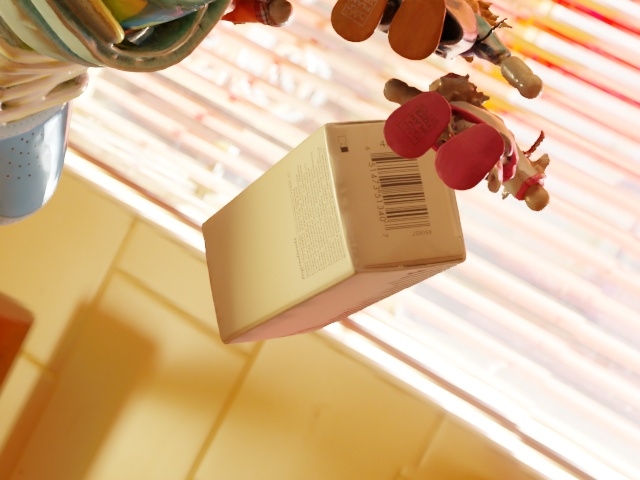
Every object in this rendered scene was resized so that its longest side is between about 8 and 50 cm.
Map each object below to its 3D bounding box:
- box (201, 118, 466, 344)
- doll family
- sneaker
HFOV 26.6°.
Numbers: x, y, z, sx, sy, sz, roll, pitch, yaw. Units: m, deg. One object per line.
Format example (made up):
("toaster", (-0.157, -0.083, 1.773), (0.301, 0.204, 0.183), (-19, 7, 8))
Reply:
("box", (0.000, 0.000, 1.040), (0.094, 0.113, 0.275), (-6, -10, -25))
("doll family", (0.030, -0.126, 0.702), (0.263, 0.118, 0.163), (33, 13, 9))
("sneaker", (-0.123, -0.094, 0.606), (0.208, 0.127, 0.319), (33, -38, 27))
